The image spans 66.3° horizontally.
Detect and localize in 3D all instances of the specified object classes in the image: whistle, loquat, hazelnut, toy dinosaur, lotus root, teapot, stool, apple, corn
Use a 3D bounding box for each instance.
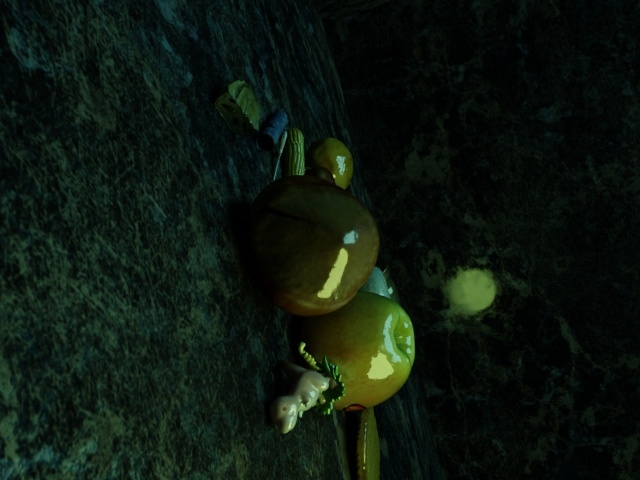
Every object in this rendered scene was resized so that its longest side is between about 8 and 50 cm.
[{"bbox_3d":[-0.150,-0.359,1.577,0.304,0.062,0.062,-80,151,-60],"label":"whistle"},{"bbox_3d":[0.037,-0.292,1.947,0.238,0.193,0.238,-21,90,-78],"label":"loquat"},{"bbox_3d":[-0.027,0.015,1.209,0.372,0.315,0.372,-177,-90,-77],"label":"hazelnut"},{"bbox_3d":[-0.055,0.356,1.140,0.177,0.152,0.194,11,46,-31],"label":"toy dinosaur"},{"bbox_3d":[-0.219,-0.357,1.296,0.143,0.070,0.144,57,25,-34],"label":"lotus root"},{"bbox_3d":[-0.027,-0.189,1.770,0.252,0.135,0.178,-117,-148,-42],"label":"teapot"},{"bbox_3d":[0.261,0.225,2.297,0.179,0.179,0.264,-85,156,-54],"label":"stool"},{"bbox_3d":[0.111,0.306,1.378,0.338,0.305,0.338,-13,90,-76],"label":"apple"},{"bbox_3d":[-0.093,-0.289,1.691,0.080,0.080,0.231,53,27,-55],"label":"corn"}]

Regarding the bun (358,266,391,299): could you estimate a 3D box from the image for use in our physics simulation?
[{"bbox_3d":[0.174,0.267,1.841,0.362,0.211,0.362,-13,90,-78],"label":"bun"}]

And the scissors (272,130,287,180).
[{"bbox_3d":[-0.135,-0.265,1.570,0.100,0.015,0.189,123,-19,-56],"label":"scissors"}]

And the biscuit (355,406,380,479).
[{"bbox_3d":[0.155,0.687,1.593,0.318,0.040,0.318,-5,90,-76],"label":"biscuit"}]
